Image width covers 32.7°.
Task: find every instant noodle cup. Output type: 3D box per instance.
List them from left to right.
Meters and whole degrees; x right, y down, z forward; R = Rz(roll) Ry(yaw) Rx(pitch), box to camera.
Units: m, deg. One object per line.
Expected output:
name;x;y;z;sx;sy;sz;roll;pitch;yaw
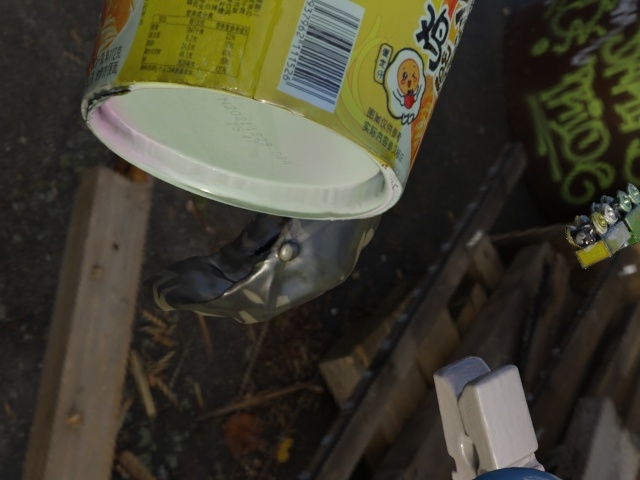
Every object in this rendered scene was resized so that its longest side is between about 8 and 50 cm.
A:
instant noodle cup;-0.023;-0.138;0.694;0.264;0.264;0.200;29;68;-44

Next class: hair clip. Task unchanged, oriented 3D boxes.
hair clip;0.198;0.290;1.175;0.085;0.101;0.330;-22;104;-25

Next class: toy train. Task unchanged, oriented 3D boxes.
toy train;0.405;-0.018;1.524;0.202;0.060;0.081;-29;90;-51

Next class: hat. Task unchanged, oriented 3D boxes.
hat;0.000;0.000;1.358;0.382;0.366;0.257;29;19;-50

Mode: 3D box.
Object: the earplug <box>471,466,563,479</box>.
earplug;0.140;0.229;0.746;0.273;0.132;0.132;62;25;-62
